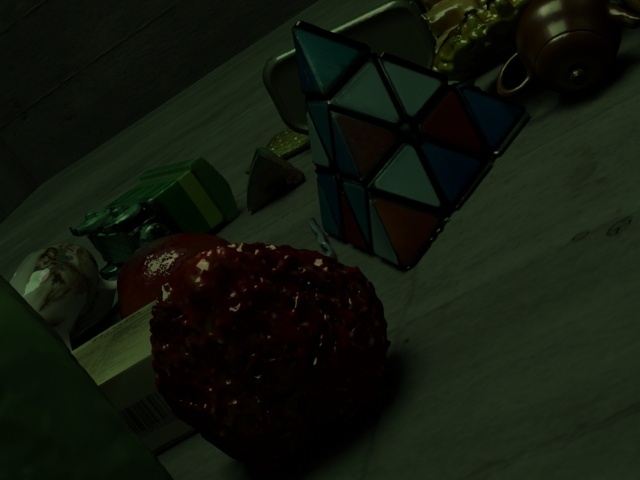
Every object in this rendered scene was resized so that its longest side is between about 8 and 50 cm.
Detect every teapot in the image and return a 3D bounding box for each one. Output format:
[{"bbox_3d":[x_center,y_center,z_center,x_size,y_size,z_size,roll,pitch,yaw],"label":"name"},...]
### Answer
[{"bbox_3d":[0.259,-0.200,1.145,0.173,0.116,0.116,-29,17,29],"label":"teapot"},{"bbox_3d":[-0.378,0.110,1.527,0.204,0.139,0.298,-58,6,31],"label":"teapot"}]

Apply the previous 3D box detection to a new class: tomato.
[{"bbox_3d":[-0.191,0.042,1.387,0.173,0.099,0.189,-35,14,11],"label":"tomato"}]

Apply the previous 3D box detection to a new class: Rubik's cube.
[{"bbox_3d":[0.119,-0.089,1.199,0.234,0.284,0.250,-20,-22,-13],"label":"Rubik's cube"}]

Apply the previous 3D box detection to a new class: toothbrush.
[{"bbox_3d":[0.000,0.000,1.264,0.019,0.013,0.193,-43,16,7],"label":"toothbrush"}]

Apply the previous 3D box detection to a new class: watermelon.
[{"bbox_3d":[-0.073,-0.093,1.628,0.155,0.080,0.101,-99,29,-70],"label":"watermelon"}]

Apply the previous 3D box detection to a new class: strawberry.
[{"bbox_3d":[-0.051,0.076,0.848,0.186,0.201,0.184,8,62,42],"label":"strawberry"}]

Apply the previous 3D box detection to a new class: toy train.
[{"bbox_3d":[-0.268,-0.029,1.718,0.202,0.120,0.301,-39,16,-23],"label":"toy train"}]

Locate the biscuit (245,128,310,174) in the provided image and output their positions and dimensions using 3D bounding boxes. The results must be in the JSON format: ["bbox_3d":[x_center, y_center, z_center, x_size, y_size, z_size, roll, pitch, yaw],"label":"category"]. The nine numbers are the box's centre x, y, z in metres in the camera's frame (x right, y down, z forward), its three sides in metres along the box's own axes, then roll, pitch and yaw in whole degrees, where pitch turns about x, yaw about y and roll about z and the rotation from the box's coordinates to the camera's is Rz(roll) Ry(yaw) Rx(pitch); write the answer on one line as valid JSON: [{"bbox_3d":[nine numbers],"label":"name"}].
[{"bbox_3d":[-0.017,-0.181,1.799,0.231,0.016,0.139,-23,21,38],"label":"biscuit"}]

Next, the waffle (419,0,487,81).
[{"bbox_3d":[0.273,-0.398,1.539,0.304,0.077,0.348,-28,38,21],"label":"waffle"}]

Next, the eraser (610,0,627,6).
[{"bbox_3d":[0.373,-0.290,1.299,0.027,0.019,0.099,-21,17,0],"label":"eraser"}]

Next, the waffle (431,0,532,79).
[{"bbox_3d":[0.244,-0.258,1.300,0.243,0.059,0.238,-23,-8,-19],"label":"waffle"}]

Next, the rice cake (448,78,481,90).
[{"bbox_3d":[0.111,-0.149,1.409,0.189,0.037,0.198,-41,16,-16],"label":"rice cake"}]

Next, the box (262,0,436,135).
[{"bbox_3d":[0.060,-0.285,1.717,0.274,0.138,0.178,-22,14,20],"label":"box"}]

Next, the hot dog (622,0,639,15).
[{"bbox_3d":[0.368,-0.253,1.118,0.100,0.068,0.249,-12,25,5],"label":"hot dog"}]

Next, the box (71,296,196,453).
[{"bbox_3d":[-0.201,0.152,1.106,0.212,0.095,0.168,-30,19,17],"label":"box"}]

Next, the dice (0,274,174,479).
[{"bbox_3d":[-0.293,0.200,0.760,0.322,0.318,0.330,-41,18,-19],"label":"dice"}]
